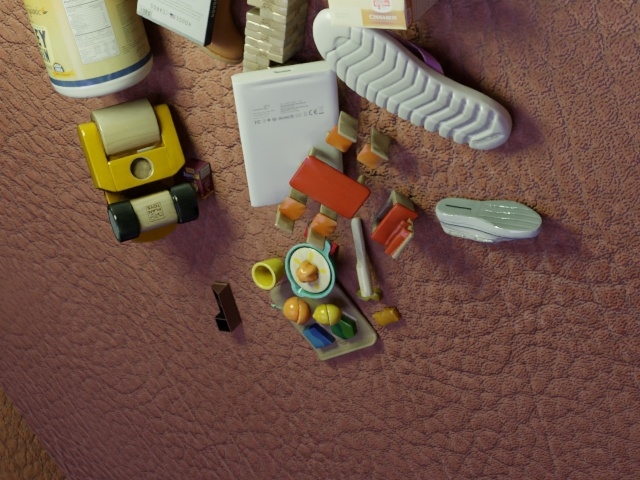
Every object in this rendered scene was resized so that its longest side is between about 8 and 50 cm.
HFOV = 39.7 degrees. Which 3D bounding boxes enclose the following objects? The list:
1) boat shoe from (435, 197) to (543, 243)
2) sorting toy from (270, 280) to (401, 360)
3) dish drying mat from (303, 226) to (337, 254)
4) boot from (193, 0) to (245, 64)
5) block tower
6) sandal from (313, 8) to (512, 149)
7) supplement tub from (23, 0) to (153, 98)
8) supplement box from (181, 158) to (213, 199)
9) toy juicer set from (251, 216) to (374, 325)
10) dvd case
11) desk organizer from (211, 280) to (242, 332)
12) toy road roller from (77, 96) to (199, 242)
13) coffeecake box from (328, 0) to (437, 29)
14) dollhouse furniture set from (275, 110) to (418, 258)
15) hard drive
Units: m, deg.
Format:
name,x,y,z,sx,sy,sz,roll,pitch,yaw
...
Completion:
name,x,y,z,sx,sy,sz,roll,pitch,yaw
boat shoe,0.338,-0.033,1.760,0.226,0.083,0.075,17,143,38
sorting toy,0.034,0.173,2.135,0.307,0.041,0.229,-24,107,43
dish drying mat,0.000,0.000,2.051,0.083,0.008,0.032,32,133,11
boot,-0.192,-0.506,1.744,0.220,0.109,0.283,-28,97,39
block tower,-0.094,-0.368,1.777,0.097,0.091,0.335,23,132,19
sandal,0.172,-0.306,1.648,0.416,0.102,0.169,32,151,-8
supplement tub,-0.496,-0.482,1.862,0.228,0.228,0.316,8,126,29
supplement box,-0.292,-0.146,2.110,0.055,0.043,0.083,14,128,27
toy juicer set,-0.002,0.100,2.035,0.329,0.089,0.209,-25,94,38
dvd case,-0.267,-0.515,1.699,0.179,0.029,0.238,30,127,20
desk organizer,-0.254,0.175,2.323,0.047,0.050,0.130,4,124,31
toy road roller,-0.438,-0.156,2.088,0.240,0.203,0.329,10,117,67
coffeecake box,0.118,-0.428,1.520,0.142,0.185,0.068,11,127,28
dollhouse furniture set,0.065,-0.082,1.795,0.259,0.135,0.262,28,120,-14
hard drive,-0.060,-0.211,1.810,0.203,0.040,0.307,-9,132,-5
